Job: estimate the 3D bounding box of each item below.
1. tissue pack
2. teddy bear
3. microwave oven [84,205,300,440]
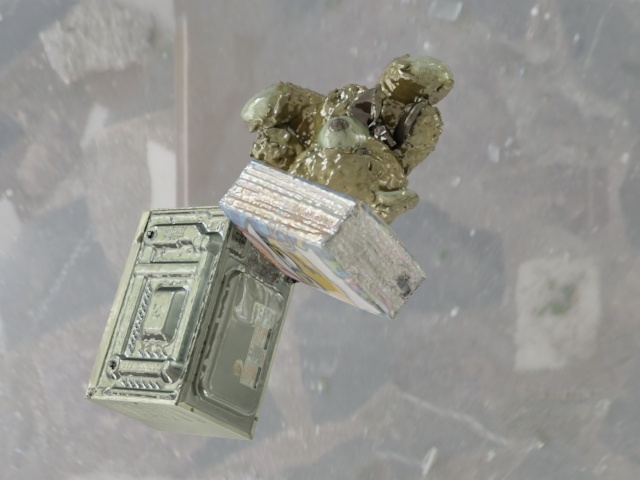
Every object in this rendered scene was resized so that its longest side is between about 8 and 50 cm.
[{"bbox_3d":[0.000,0.000,1.249,0.155,0.115,0.065,21,69,48],"label":"tissue pack"},{"bbox_3d":[0.029,-0.095,1.729,0.267,0.256,0.156,-8,118,17],"label":"teddy bear"},{"bbox_3d":[-0.142,0.094,1.701,0.194,0.145,0.240,-3,64,44],"label":"microwave oven"}]
